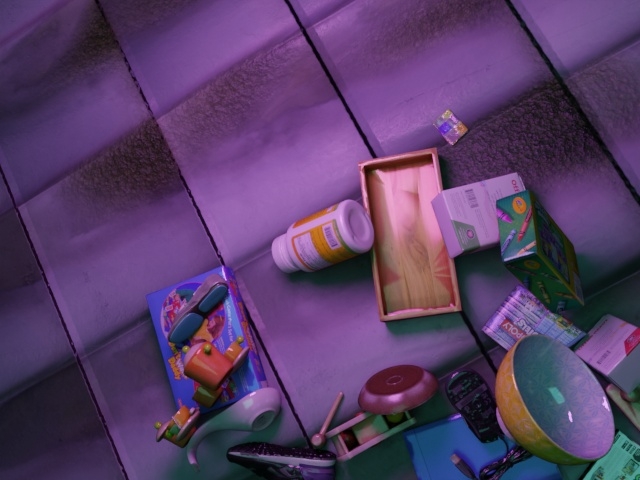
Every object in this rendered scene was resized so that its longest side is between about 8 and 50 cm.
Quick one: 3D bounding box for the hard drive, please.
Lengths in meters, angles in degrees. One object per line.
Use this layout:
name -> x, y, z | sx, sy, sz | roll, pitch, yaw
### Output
hard drive -> 0.381, 0.509, 1.688 | 0.318, 0.040, 0.210 | -21, 77, 10

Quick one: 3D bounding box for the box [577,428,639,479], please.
box -> 0.665, 0.548, 1.615 | 0.114, 0.036, 0.207 | 37, 91, 16

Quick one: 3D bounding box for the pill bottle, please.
pill bottle -> 0.000, 0.000, 1.781 | 0.245, 0.136, 0.137 | -22, 76, 34

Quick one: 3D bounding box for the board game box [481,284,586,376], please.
board game box -> 0.491, 0.237, 1.693 | 0.194, 0.060, 0.194 | 38, 91, 16

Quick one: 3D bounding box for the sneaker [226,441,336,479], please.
sneaker -> -0.105, 0.582, 1.766 | 0.283, 0.107, 0.124 | 4, 88, 14

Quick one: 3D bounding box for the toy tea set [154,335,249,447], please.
toy tea set -> -0.316, 0.363, 1.720 | 0.124, 0.200, 0.336 | 35, 96, 7

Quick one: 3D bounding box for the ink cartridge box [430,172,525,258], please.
ink cartridge box -> 0.395, -0.060, 1.706 | 0.212, 0.093, 0.154 | -15, 78, -14

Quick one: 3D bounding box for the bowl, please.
bowl -> 0.481, 0.369, 1.556 | 0.289, 0.289, 0.156 | 55, 133, 15

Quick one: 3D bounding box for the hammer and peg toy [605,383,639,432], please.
hammer and peg toy -> 0.848, 0.314, 1.561 | 0.361, 0.127, 0.266 | -40, 75, 2

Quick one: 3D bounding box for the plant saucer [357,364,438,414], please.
plant saucer -> 0.180, 0.345, 1.683 | 0.198, 0.198, 0.036 | -15, 105, 11

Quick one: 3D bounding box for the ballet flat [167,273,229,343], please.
ballet flat -> -0.321, 0.173, 1.823 | 0.213, 0.072, 0.068 | -47, 47, 2

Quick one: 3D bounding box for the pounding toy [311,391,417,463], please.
pounding toy -> 0.082, 0.433, 1.713 | 0.269, 0.154, 0.155 | -30, 76, 7

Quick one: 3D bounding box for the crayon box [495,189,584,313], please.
crayon box -> 0.493, 0.030, 1.587 | 0.081, 0.278, 0.165 | -20, 50, 32

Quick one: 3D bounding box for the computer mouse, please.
computer mouse -> 0.359, 0.436, 1.655 | 0.184, 0.060, 0.262 | -42, 86, 0

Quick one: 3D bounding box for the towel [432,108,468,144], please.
towel -> 0.337, -0.294, 1.836 | 0.060, 0.009, 0.083 | -40, 75, 6

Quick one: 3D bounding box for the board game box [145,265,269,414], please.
board game box -> -0.299, 0.270, 1.870 | 0.233, 0.078, 0.347 | -21, 78, 10

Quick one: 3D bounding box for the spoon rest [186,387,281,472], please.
spoon rest -> -0.216, 0.458, 1.767 | 0.276, 0.137, 0.084 | -32, 49, -18

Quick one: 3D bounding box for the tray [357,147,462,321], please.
tray -> 0.225, -0.012, 1.789 | 0.202, 0.076, 0.411 | -9, 80, 12

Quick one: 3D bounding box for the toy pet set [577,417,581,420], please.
toy pet set -> 0.581, 0.400, 1.643 | 0.122, 0.065, 0.114 | -28, 76, 8

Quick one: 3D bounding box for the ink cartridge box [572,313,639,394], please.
ink cartridge box -> 0.665, 0.249, 1.585 | 0.072, 0.175, 0.127 | 41, 93, -8
